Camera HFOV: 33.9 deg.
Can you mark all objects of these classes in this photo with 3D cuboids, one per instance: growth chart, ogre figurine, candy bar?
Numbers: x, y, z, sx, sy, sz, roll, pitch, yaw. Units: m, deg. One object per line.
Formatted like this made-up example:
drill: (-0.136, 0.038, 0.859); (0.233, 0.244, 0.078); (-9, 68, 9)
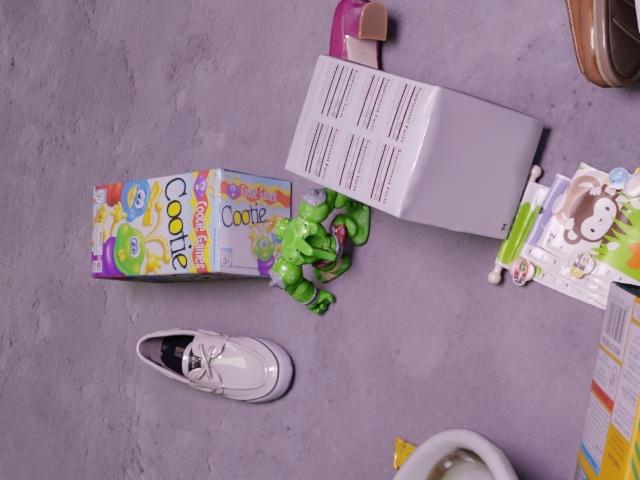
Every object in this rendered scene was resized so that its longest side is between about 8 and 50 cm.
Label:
growth chart: (0.309, -0.003, 1.172); (0.237, 0.021, 0.172); (19, 96, 40)
ogre figurine: (0.000, 0.000, 1.374); (0.197, 0.118, 0.097); (-50, 56, 24)
candy bar: (0.150, 0.280, 1.275); (0.161, 0.018, 0.040); (13, 96, 41)

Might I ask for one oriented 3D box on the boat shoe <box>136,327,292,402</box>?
boat shoe: (-0.159, 0.172, 1.510); (0.267, 0.088, 0.096); (13, 93, 41)

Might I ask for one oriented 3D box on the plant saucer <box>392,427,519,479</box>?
plant saucer: (0.151, 0.411, 1.140); (0.400, 0.100, 0.401); (-164, 90, -74)

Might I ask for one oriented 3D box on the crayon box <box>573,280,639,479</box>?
crayon box: (0.309, 0.213, 1.016); (0.083, 0.203, 0.323); (11, 95, 3)

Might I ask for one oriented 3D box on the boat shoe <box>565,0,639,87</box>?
boat shoe: (0.302, -0.305, 1.168); (0.104, 0.110, 0.307); (-10, 68, 44)

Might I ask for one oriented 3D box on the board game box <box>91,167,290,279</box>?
board game box: (-0.191, -0.014, 1.524); (0.275, 0.144, 0.142); (-5, 82, 41)

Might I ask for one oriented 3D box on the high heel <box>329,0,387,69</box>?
high heel: (0.034, -0.206, 1.415); (0.117, 0.082, 0.244); (-143, 55, -67)

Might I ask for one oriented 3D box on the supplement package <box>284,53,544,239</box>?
supplement package: (0.109, -0.110, 1.230); (0.203, 0.194, 0.149); (26, 102, 46)

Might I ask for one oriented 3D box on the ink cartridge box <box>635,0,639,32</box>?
ink cartridge box: (0.427, -0.298, 1.059); (0.212, 0.093, 0.154); (-12, 78, 41)
